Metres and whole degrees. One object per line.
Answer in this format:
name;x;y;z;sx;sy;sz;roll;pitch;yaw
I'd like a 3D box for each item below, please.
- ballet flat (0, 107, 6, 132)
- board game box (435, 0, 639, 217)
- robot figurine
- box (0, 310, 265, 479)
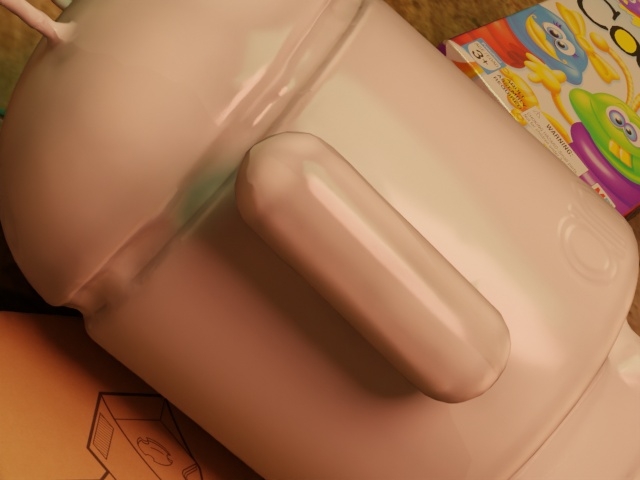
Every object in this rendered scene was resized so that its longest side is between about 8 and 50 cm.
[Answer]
ballet flat;-0.214;-0.059;0.722;0.168;0.057;0.052;26;68;-21
board game box;0.143;-0.060;1.001;0.144;0.142;0.275;51;35;7
robot figurine;0.000;0.000;0.706;0.353;0.200;0.300;40;-6;-10
box;-0.075;0.124;0.699;0.164;0.021;0.201;8;50;-42
